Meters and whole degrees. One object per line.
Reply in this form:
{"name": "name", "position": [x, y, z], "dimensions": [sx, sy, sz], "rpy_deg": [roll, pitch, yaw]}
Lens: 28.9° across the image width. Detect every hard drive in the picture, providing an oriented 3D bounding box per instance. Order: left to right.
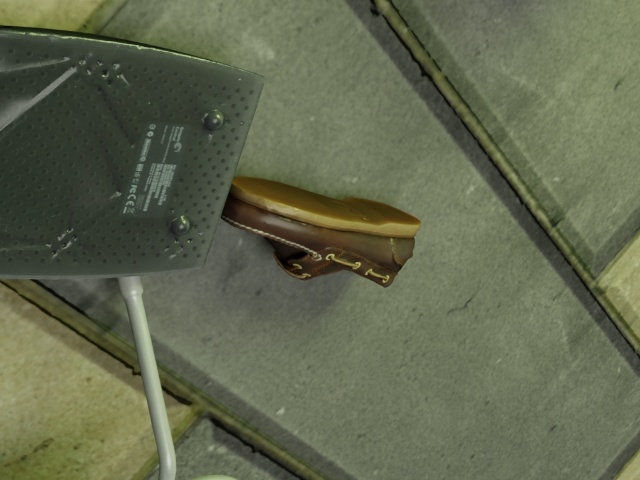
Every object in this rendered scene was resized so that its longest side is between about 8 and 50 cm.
{"name": "hard drive", "position": [-0.169, -0.059, 0.823], "dimensions": [0.254, 0.054, 0.172], "rpy_deg": [2, 117, -40]}

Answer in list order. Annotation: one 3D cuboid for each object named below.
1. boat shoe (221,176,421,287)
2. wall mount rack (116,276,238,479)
{"name": "boat shoe", "position": [0.000, 0.000, 0.990], "dimensions": [0.207, 0.073, 0.073], "rpy_deg": [12, 108, -44]}
{"name": "wall mount rack", "position": [-0.221, 0.179, 0.902], "dimensions": [0.350, 0.130, 0.304], "rpy_deg": [-13, 129, -33]}
